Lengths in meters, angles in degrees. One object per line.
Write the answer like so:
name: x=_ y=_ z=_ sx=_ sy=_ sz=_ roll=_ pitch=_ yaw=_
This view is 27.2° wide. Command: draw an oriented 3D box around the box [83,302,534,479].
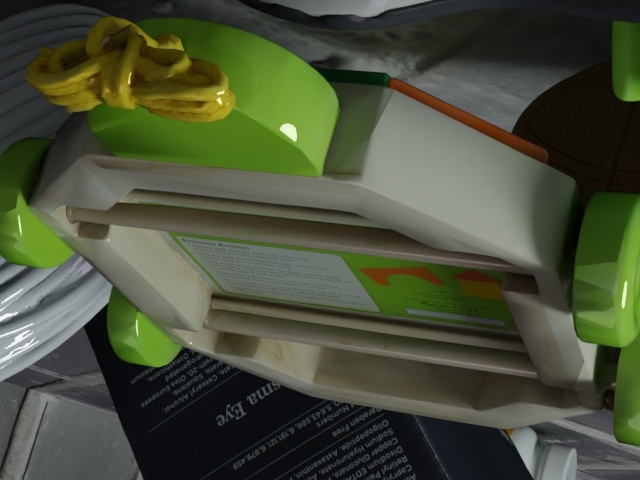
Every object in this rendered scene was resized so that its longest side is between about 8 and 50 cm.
box: x=0.032 y=0.170 z=0.924 sx=0.179 sy=0.312 sz=0.343 roll=-34 pitch=149 yaw=9

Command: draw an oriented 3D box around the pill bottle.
pill bottle: x=0.184 y=0.261 z=1.525 sx=0.208 sy=0.118 sz=0.117 roll=9 pitch=164 yaw=20

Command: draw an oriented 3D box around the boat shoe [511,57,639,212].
boat shoe: x=0.210 y=-0.022 z=0.537 sx=0.277 sy=0.098 sz=0.096 roll=2 pitch=159 yaw=36

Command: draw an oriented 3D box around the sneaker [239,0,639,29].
sneaker: x=0.053 y=-0.127 z=0.408 sx=0.234 sy=0.084 sz=0.097 roll=5 pitch=138 yaw=30

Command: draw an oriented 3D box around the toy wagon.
toy wagon: x=0.000 y=0.000 z=0.534 sx=0.267 sy=0.068 sz=0.344 roll=6 pitch=156 yaw=22

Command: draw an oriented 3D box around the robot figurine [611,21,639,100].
robot figurine: x=0.156 y=-0.070 z=0.438 sx=0.115 sy=0.067 sz=0.101 roll=-10 pitch=-156 yaw=-9

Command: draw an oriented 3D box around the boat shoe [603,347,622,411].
boat shoe: x=0.222 y=0.065 z=0.864 sx=0.098 sy=0.109 sz=0.302 roll=-24 pitch=-167 yaw=-39

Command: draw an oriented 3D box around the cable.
cable: x=-0.175 y=-0.009 z=0.684 sx=0.257 sy=0.089 sz=0.257 roll=-20 pitch=157 yaw=-51
